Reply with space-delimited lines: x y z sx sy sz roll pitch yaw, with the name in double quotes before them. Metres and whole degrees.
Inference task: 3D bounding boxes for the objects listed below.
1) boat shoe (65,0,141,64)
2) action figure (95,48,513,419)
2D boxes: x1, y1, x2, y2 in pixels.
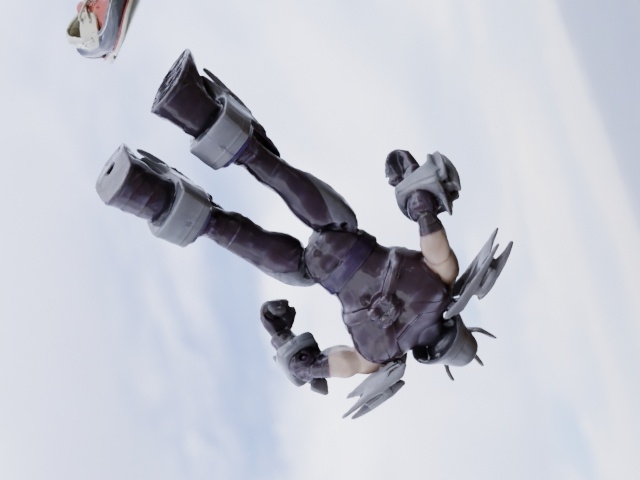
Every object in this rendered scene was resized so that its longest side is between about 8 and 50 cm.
"boat shoe" -0.160 -0.162 1.427 0.049 0.043 0.137 -66 9 -11
"action figure" 0.000 0.000 1.272 0.285 0.185 0.099 36 -173 -14
